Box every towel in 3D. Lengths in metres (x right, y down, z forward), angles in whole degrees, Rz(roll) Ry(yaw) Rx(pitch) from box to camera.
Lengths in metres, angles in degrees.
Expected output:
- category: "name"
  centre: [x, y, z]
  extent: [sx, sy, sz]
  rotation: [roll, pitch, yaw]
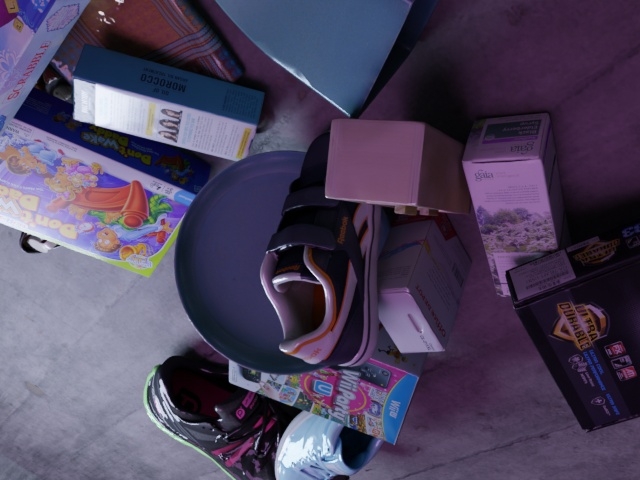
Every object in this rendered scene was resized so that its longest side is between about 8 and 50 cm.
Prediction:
- category: "towel"
  centre: [-0.309, -0.313, 0.998]
  extent: [0.272, 0.040, 0.370]
  rotation: [-14, 131, 35]

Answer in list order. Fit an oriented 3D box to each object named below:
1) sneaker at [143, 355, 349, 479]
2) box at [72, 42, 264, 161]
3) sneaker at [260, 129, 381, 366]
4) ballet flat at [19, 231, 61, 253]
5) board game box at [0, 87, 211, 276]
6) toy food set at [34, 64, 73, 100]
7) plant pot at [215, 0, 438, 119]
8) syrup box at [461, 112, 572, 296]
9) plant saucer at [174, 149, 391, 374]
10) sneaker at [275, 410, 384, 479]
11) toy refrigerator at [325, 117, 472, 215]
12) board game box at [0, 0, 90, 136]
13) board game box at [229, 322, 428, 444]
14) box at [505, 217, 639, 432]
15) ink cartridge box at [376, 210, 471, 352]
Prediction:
- category: "sneaker"
  centre: [-0.152, 0.392, 1.579]
  extent: [0.483, 0.185, 0.202]
  rotation: [24, 144, 3]
- category: "box"
  centre: [-0.207, -0.183, 1.035]
  extent: [0.244, 0.060, 0.100]
  rotation: [14, 151, -10]
- category: "sneaker"
  centre: [0.000, 0.000, 0.981]
  extent: [0.128, 0.320, 0.126]
  rotation: [8, 162, -39]
- category: "ballet flat"
  centre: [-0.447, -0.020, 1.371]
  extent: [0.281, 0.096, 0.095]
  rotation: [-14, 126, 38]
- category: "board game box"
  centre: [-0.380, -0.090, 1.182]
  extent: [0.347, 0.078, 0.233]
  rotation: [23, 135, -20]
- category: "toy food set"
  centre: [-0.438, -0.239, 1.195]
  extent: [0.122, 0.019, 0.078]
  rotation: [-21, 121, 41]
- category: "plant pot"
  centre: [0.001, -0.285, 0.809]
  extent: [0.234, 0.165, 0.165]
  rotation: [33, 140, 4]
- category: "syrup box"
  centre: [0.257, -0.039, 0.969]
  extent: [0.093, 0.096, 0.236]
  rotation: [-2, 131, 27]
- category: "plant saucer"
  centre: [-0.048, 0.031, 1.088]
  extent: [0.318, 0.317, 0.044]
  rotation: [33, 172, -7]
- category: "sneaker"
  centre: [0.020, 0.382, 1.405]
  extent: [0.135, 0.150, 0.365]
  rotation: [27, 118, -12]
- category: "toy refrigerator"
  centre: [0.104, -0.076, 0.888]
  extent: [0.102, 0.269, 0.094]
  rotation: [6, 92, 22]
- category: "board game box"
  centre: [-0.464, -0.310, 0.923]
  extent: [0.318, 0.066, 0.318]
  rotation: [51, 125, 1]
- category: "board game box"
  centre: [0.008, 0.187, 1.221]
  extent: [0.304, 0.097, 0.224]
  rotation: [18, 139, 9]
- category: "box"
  centre: [0.426, 0.100, 0.963]
  extent: [0.294, 0.073, 0.295]
  rotation: [-22, 126, 19]
- category: "ink cartridge box"
  centre: [0.140, 0.052, 1.067]
  extent: [0.072, 0.175, 0.127]
  rotation: [-9, 128, 34]
